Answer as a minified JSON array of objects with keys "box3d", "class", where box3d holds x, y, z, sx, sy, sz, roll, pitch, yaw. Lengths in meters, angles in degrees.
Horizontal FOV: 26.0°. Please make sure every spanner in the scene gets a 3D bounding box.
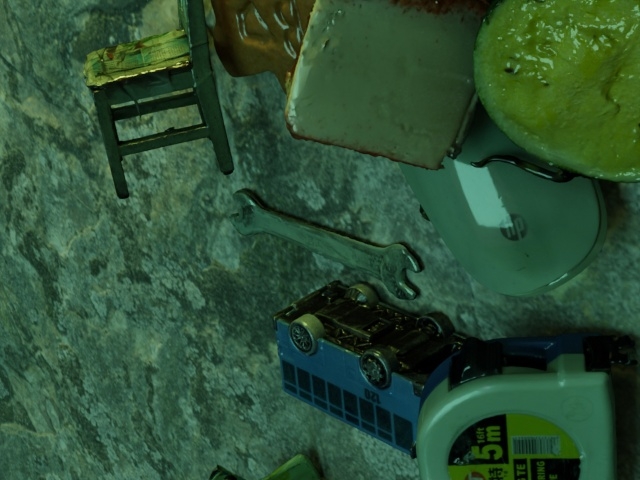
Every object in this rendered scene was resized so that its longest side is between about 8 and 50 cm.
[{"box3d":[0.000,0.000,1.588,0.302,0.017,0.071,22,128,39],"class":"spanner"}]

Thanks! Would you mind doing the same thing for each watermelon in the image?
[{"box3d":[0.231,-0.153,1.120,0.204,0.127,0.232,10,140,14],"class":"watermelon"}]

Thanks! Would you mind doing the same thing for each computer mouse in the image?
[{"box3d":[0.145,-0.084,1.258,0.159,0.097,0.288,-33,85,27],"class":"computer mouse"}]

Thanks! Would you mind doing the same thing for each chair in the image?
[{"box3d":[-0.192,-0.202,1.536,0.136,0.147,0.270,-115,13,-62],"class":"chair"}]

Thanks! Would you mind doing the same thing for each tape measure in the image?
[{"box3d":[0.213,0.250,1.396,0.215,0.098,0.351,-3,119,11],"class":"tape measure"}]

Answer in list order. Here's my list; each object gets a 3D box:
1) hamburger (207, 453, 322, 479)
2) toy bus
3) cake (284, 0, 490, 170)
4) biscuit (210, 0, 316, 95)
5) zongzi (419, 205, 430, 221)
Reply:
[{"box3d":[-0.022,0.381,1.724,0.276,0.260,0.150,23,110,-4],"class":"hamburger"},{"box3d":[0.067,0.143,1.526,0.234,0.116,0.133,22,127,41],"class":"toy bus"},{"box3d":[0.004,-0.173,1.224,0.262,0.159,0.158,28,105,50],"class":"cake"},{"box3d":[-0.021,-0.249,1.427,0.306,0.043,0.284,36,137,29],"class":"biscuit"},{"box3d":[0.163,-0.088,1.335,0.130,0.062,0.154,8,105,23],"class":"zongzi"}]
